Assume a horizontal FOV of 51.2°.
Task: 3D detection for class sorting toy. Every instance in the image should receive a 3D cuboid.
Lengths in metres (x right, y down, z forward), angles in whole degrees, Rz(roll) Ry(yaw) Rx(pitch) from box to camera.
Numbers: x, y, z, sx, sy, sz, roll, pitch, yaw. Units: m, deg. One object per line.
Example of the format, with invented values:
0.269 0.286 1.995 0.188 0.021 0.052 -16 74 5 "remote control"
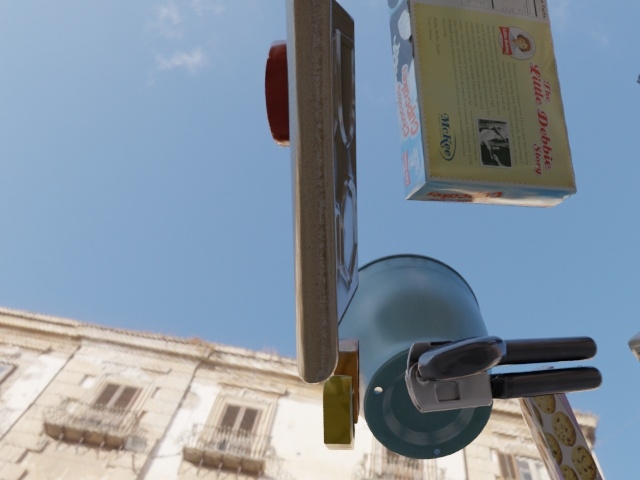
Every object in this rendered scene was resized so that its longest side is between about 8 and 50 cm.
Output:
0.000 0.000 0.440 0.041 0.229 0.307 0 -79 6 "sorting toy"

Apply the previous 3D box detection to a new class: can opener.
0.225 0.145 0.758 0.283 0.095 0.076 1 -104 -26 "can opener"

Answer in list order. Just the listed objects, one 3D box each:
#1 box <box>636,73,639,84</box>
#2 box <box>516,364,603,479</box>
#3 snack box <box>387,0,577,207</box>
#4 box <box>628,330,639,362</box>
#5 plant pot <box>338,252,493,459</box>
0.484 -0.241 0.781 0.077 0.147 0.180 21 -71 -15 "box"
0.403 0.364 1.080 0.067 0.063 0.324 -19 -100 -9 "box"
0.178 -0.200 0.767 0.187 0.060 0.322 2 -106 -17 "snack box"
0.387 0.070 0.490 0.121 0.311 0.148 -30 -104 -15 "box"
0.143 0.189 1.033 0.272 0.255 0.271 0 -72 -1 "plant pot"
